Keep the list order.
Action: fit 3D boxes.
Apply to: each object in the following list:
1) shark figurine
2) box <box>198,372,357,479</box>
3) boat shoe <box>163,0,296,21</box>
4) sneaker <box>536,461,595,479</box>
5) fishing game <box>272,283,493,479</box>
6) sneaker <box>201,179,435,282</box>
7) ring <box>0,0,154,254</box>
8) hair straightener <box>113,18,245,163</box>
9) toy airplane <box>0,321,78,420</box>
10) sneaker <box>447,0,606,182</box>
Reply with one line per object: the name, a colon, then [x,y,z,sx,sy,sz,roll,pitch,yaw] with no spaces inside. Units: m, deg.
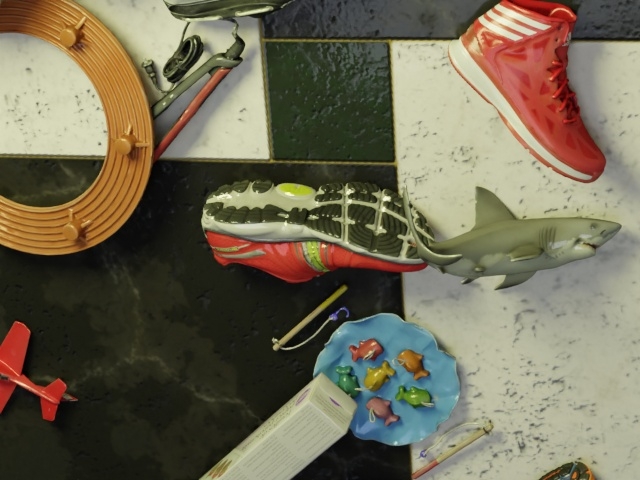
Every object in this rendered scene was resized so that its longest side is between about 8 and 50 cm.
shark figurine: [0.178,-0.011,1.867,0.166,0.278,0.116,-33,64,53]
box: [-0.081,0.286,2.088,0.067,0.063,0.324,40,124,-9]
boat shoe: [-0.069,-0.286,1.831,0.219,0.078,0.070,-5,148,12]
sneaker: [0.257,0.360,2.055,0.221,0.083,0.087,-29,111,26]
fishing game: [0.081,0.177,2.030,0.189,0.041,0.264,-37,103,28]
sneaker: [0.000,0.000,1.948,0.279,0.107,0.118,9,135,12]
ring: [-0.353,-0.137,1.960,0.336,0.032,0.337,8,114,18]
hair straightener: [-0.170,-0.180,1.910,0.089,0.047,0.230,41,123,-7]
toy airplane: [-0.387,0.182,2.148,0.151,0.028,0.151,6,118,11]
sneaker: [0.254,-0.170,1.797,0.221,0.087,0.128,41,118,-9]
